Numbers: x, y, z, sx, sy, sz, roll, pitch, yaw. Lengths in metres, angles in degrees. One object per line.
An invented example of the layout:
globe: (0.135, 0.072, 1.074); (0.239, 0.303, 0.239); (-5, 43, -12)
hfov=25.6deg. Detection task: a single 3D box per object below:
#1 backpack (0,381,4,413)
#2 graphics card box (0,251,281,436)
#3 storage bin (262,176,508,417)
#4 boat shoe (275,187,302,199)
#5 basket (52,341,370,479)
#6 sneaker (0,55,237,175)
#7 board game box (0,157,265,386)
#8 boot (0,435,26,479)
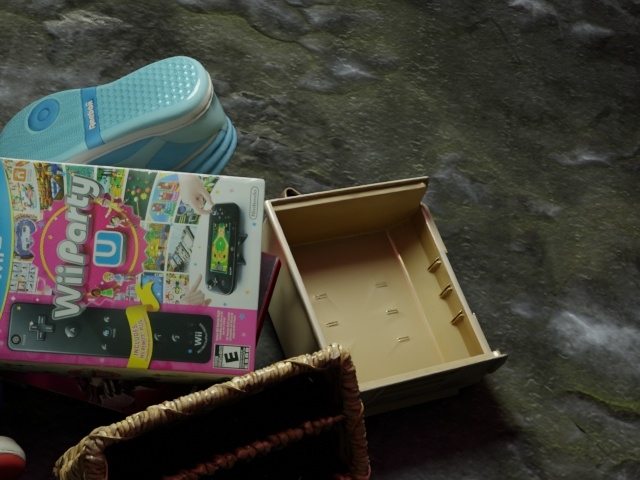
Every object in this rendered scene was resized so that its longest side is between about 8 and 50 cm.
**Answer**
backpack: (-0.419, 0.183, 1.546); (0.120, 0.098, 0.101); (20, 58, -2)
graphics card box: (-0.253, 0.077, 1.631); (0.370, 0.094, 0.233); (18, 78, -3)
storage bin: (0.071, 0.074, 1.767); (0.260, 0.123, 0.262); (-10, 65, -28)
boat shoe: (0.000, 0.000, 1.902); (0.183, 0.066, 0.066); (40, 47, 21)
basket: (-0.096, 0.263, 1.445); (0.299, 0.223, 0.214); (-17, 80, -25)
sneaker: (-0.260, -0.115, 1.900); (0.319, 0.208, 0.127); (-14, 56, 17)
board game box: (-0.220, 0.038, 1.547); (0.303, 0.097, 0.224); (4, 79, -7)
boot: (-0.404, 0.304, 1.441); (0.244, 0.088, 0.176); (-15, 53, -22)
